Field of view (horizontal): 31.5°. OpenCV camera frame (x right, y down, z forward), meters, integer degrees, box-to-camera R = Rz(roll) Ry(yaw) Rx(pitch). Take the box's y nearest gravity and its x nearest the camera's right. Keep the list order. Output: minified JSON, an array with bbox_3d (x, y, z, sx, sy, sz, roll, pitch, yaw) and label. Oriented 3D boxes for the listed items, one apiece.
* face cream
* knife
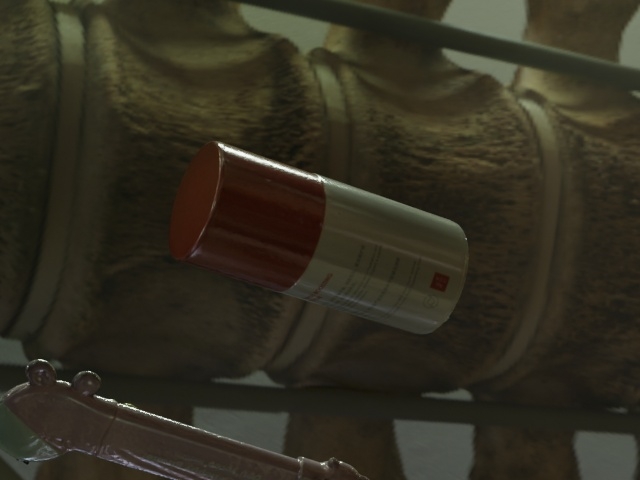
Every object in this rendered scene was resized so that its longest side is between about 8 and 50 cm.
[{"bbox_3d":[0.000,0.000,0.870,0.214,0.096,0.096,18,-92,-25],"label":"face cream"},{"bbox_3d":[-0.139,0.220,1.177,0.398,0.038,0.132,21,-60,-18],"label":"knife"}]
